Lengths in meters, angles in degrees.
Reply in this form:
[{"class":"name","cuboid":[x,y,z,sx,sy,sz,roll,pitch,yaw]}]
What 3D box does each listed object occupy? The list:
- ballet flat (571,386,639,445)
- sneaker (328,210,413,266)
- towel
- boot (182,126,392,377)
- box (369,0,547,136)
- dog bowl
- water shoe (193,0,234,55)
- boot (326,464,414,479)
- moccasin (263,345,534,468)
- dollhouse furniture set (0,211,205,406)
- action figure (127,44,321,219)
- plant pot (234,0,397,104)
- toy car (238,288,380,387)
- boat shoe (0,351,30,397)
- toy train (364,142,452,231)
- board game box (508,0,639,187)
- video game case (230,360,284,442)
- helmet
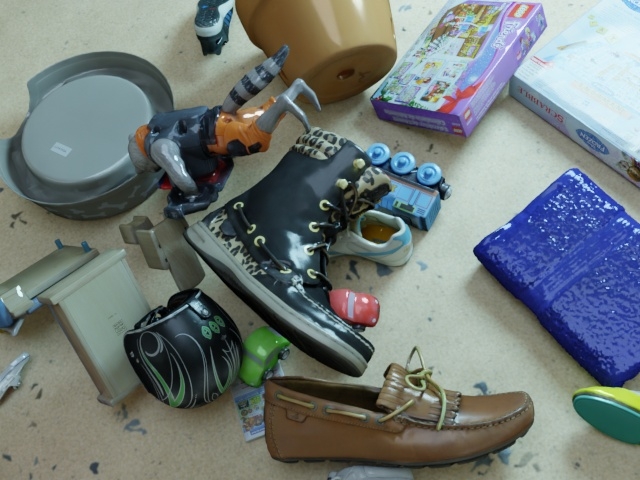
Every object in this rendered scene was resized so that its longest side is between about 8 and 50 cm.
[{"class":"ballet flat","cuboid":[0.468,0.256,1.049,0.230,0.077,0.077,26,47,18]},{"class":"sneaker","cuboid":[0.039,-0.017,1.249,0.228,0.092,0.088,5,64,13]},{"class":"towel","cuboid":[0.418,0.057,1.165,0.227,0.076,0.308,-38,63,-4]},{"class":"boot","cuboid":[0.000,0.000,1.121,0.284,0.138,0.377,-46,51,-12]},{"class":"box","cuboid":[0.252,-0.324,1.373,0.200,0.057,0.293,20,65,41]},{"class":"dog bowl","cuboid":[-0.427,-0.191,1.415,0.348,0.102,0.349,-4,60,7]},{"class":"water shoe","cuboid":[-0.220,-0.443,1.543,0.072,0.080,0.203,2,36,6]},{"class":"boot","cuboid":[0.015,0.385,1.042,0.258,0.095,0.123,-8,50,-1]},{"class":"moccasin","cuboid":[0.106,0.232,1.066,0.379,0.139,0.147,-2,95,16]},{"class":"dollhouse furniture set","cuboid":[-0.380,0.103,1.266,0.303,0.198,0.286,2,32,45]},{"class":"action figure","cuboid":[-0.171,-0.199,1.260,0.330,0.179,0.341,-18,30,11]},{"class":"plant pot","cuboid":[0.012,-0.385,1.367,0.290,0.291,0.204,-20,76,-2]},{"class":"toy car","cuboid":[-0.055,0.127,1.179,0.239,0.053,0.225,30,76,28]},{"class":"boat shoe","cuboid":[-0.509,0.230,1.236,0.035,0.035,0.100,39,67,-3]},{"class":"toy train","cuboid":[0.129,-0.093,1.287,0.184,0.080,0.105,24,73,20]},{"class":"board game box","cuboid":[0.560,-0.283,1.329,0.318,0.066,0.319,-38,62,-12]},{"class":"video game case","cuboid":[-0.092,0.242,1.172,0.087,0.011,0.122,-20,60,-3]},{"class":"helmet","cuboid":[-0.196,0.170,1.128,0.169,0.169,0.162,-29,102,-8]}]
